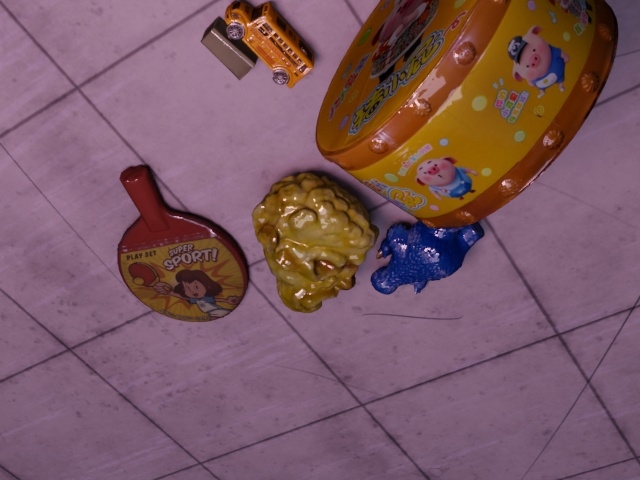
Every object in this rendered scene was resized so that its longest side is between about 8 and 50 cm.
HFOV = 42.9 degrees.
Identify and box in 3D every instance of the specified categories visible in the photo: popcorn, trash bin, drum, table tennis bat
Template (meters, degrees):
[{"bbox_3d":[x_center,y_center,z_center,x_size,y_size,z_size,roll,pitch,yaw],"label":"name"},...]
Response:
[{"bbox_3d":[0.000,0.000,1.547,0.225,0.174,0.286,-14,128,6],"label":"popcorn"},{"bbox_3d":[-0.151,-0.322,1.362,0.043,0.061,0.092,-36,116,29],"label":"trash bin"},{"bbox_3d":[0.191,-0.238,1.178,0.214,0.431,0.431,32,125,-21],"label":"drum"},{"bbox_3d":[-0.299,0.021,1.666,0.268,0.051,0.415,-9,131,12],"label":"table tennis bat"}]

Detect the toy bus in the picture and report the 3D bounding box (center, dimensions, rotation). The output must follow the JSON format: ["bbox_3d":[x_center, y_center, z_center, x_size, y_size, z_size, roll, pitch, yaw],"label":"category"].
[{"bbox_3d":[-0.083,-0.332,1.343,0.074,0.070,0.162,-32,122,26],"label":"toy bus"}]

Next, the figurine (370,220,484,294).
[{"bbox_3d":[0.196,0.033,1.588,0.164,0.121,0.262,24,129,-19],"label":"figurine"}]
